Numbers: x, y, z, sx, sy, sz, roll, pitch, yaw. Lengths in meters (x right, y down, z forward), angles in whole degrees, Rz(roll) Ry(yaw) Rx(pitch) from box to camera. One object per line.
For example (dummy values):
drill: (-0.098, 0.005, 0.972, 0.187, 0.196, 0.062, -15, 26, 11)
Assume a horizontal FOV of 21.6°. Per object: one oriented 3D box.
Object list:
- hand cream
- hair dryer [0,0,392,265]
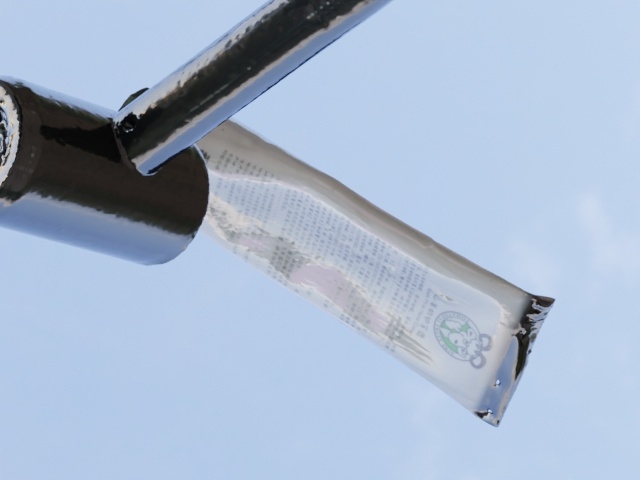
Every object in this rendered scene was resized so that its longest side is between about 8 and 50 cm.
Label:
hand cream: (0.000, 0.000, 1.154, 0.336, 0.121, 0.076, 32, -135, 13)
hair dryer: (-0.051, -0.079, 0.738, 0.128, 0.255, 0.070, 14, -132, -51)
